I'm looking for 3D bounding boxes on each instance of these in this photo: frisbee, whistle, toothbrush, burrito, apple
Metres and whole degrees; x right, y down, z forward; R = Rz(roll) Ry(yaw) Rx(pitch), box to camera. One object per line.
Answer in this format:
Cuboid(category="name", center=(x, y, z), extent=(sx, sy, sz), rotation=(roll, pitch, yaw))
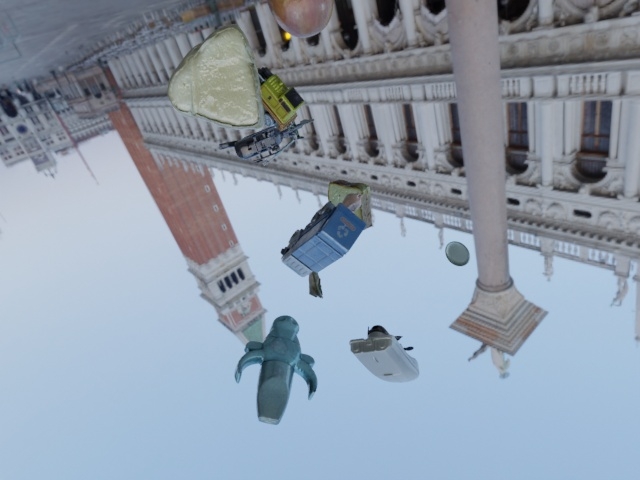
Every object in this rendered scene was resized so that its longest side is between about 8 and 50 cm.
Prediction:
Cuboid(category="frisbee", center=(0.555, 0.054, 1.681), extent=(0.014, 0.110, 0.110), rotation=(-27, -152, -37))
Cuboid(category="whistle", center=(-0.098, 0.284, 0.957), extent=(0.186, 0.093, 0.274), rotation=(16, -141, -10))
Cuboid(category="toothbrush", center=(-0.152, -0.320, 1.499), extent=(0.167, 0.014, 0.011), rotation=(-31, -156, 31))
Cuboid(category="burrito", center=(-0.022, 0.177, 1.658), extent=(0.055, 0.041, 0.149), rotation=(-35, -136, 27))
Cuboid(category="apple", center=(-0.088, -1.031, 1.802), extent=(0.301, 0.302, 0.302), rotation=(-13, -151, 7))

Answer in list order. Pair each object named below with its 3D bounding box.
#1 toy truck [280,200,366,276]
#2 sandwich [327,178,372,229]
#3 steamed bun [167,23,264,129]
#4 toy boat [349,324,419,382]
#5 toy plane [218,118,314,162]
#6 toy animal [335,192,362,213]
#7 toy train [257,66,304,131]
Cuboid(category="toy truck", center=(0.000, 0.000, 1.437), extent=(0.367, 0.146, 0.175), rotation=(-38, -163, 49))
Cuboid(category="sandwich", center=(0.174, -0.225, 2.502), extent=(0.099, 0.271, 0.301), rotation=(-17, -155, -39))
Cuboid(category="steamed bun", center=(-0.249, -0.371, 0.979), extent=(0.212, 0.231, 0.110), rotation=(-8, -159, -3))
Cuboid(category="toy boat", center=(0.193, 0.326, 1.188), extent=(0.140, 0.269, 0.141), rotation=(-17, -124, 27))
Cuboid(category="toy plane", center=(-0.186, -0.393, 1.572), extent=(0.381, 0.106, 0.155), rotation=(-27, -153, -15))
Cuboid(category="toy animal", center=(0.110, -0.130, 1.631), extent=(0.150, 0.083, 0.089), rotation=(-45, -173, 28))
Cuboid(category="toy train", center=(-0.135, -0.412, 1.190), extent=(0.127, 0.219, 0.089), rotation=(-23, -156, 48))
